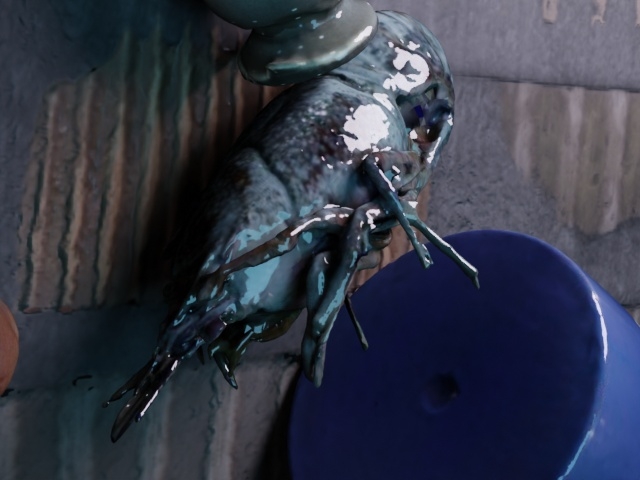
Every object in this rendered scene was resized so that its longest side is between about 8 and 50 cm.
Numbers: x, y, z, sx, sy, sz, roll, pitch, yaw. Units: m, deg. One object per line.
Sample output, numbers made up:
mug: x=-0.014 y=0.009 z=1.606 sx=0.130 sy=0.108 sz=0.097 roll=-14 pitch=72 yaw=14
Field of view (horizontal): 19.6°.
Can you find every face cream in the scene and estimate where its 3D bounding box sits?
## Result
face cream: x=0.138 y=0.149 z=1.270 sx=0.225 sy=0.249 sz=0.249 roll=38 pitch=70 yaw=-42

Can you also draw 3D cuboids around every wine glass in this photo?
wine glass: x=-0.039 y=-0.200 z=1.139 sx=0.111 sy=0.111 sz=0.204 roll=-42 pitch=126 yaw=-32

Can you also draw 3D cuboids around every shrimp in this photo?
shrimp: x=0.001 y=-0.002 z=1.170 sx=0.137 sy=0.172 sz=0.372 roll=53 pitch=54 yaw=-42

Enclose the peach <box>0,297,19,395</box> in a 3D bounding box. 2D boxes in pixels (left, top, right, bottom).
peach: x=-0.208 y=0.063 z=1.037 sx=0.083 sy=0.083 sz=0.083 roll=-9 pitch=103 yaw=-43
